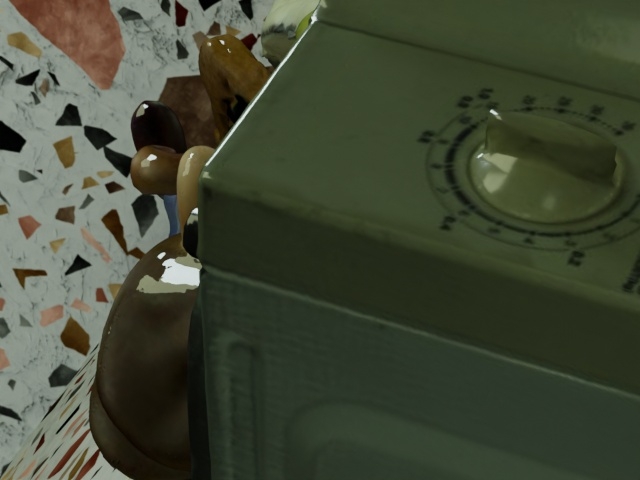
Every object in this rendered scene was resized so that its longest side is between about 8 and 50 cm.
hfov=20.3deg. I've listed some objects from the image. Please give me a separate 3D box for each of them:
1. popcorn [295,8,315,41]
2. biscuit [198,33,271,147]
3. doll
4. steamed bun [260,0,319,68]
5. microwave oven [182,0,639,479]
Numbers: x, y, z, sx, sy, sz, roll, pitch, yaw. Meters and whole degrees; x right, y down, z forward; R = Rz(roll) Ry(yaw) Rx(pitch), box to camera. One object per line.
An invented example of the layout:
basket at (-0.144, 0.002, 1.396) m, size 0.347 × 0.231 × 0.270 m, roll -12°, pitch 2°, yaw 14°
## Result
popcorn at (0.115, -0.105, 1.055) m, size 0.282 × 0.282 × 0.247 m, roll -47°, pitch -23°, yaw 18°
biscuit at (-0.008, -0.055, 1.586) m, size 0.043 × 0.278 × 0.301 m, roll -36°, pitch 27°, yaw -21°
doll at (-0.053, 0.060, 1.171) m, size 0.209 × 0.318 × 0.340 m, roll -35°, pitch 7°, yaw 6°
steamed bun at (0.127, -0.211, 1.553) m, size 0.312 × 0.233 × 0.334 m, roll -48°, pitch 18°, yaw -1°
microwave oven at (0.113, -0.005, 0.537) m, size 0.355 × 0.218 × 0.286 m, roll -58°, pitch -21°, yaw -43°
